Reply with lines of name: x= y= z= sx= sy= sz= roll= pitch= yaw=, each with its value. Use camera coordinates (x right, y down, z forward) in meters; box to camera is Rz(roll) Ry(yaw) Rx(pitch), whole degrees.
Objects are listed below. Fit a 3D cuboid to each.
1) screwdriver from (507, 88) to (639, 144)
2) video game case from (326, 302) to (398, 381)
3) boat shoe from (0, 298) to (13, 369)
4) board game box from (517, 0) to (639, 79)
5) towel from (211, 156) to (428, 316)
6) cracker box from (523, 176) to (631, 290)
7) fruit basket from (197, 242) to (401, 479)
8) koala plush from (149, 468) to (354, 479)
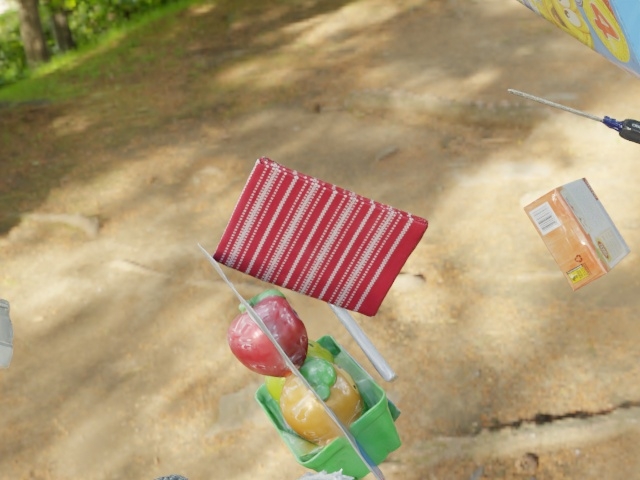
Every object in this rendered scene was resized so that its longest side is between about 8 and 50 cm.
screwdriver: x=0.270 y=-0.127 z=0.932 sx=0.170 sy=0.025 sz=0.024 roll=23 pitch=10 yaw=3
video game case: x=0.061 y=0.153 z=1.528 sx=0.022 sy=0.190 sz=0.173 roll=-38 pitch=-11 yaw=0
boat shoe: x=-0.271 y=0.043 z=0.619 sx=0.066 sy=0.063 sz=0.184 roll=-11 pitch=-22 yaw=26
board game box: x=0.147 y=-0.294 z=0.653 sx=0.086 sy=0.308 sz=0.302 roll=-32 pitch=28 yaw=7
towel: x=0.000 y=0.000 z=1.379 sx=0.275 sy=0.198 sz=0.031 roll=20 pitch=32 yaw=-12
cracker box: x=0.430 y=-0.016 z=1.549 sx=0.067 sy=0.155 sz=0.232 roll=-34 pitch=-8 yaw=28
fruit basket: x=-0.030 y=0.171 z=1.338 sx=0.165 sy=0.353 sz=0.327 roll=-33 pitch=25 yaw=-9
koala plush: x=-0.070 y=0.264 z=0.710 sx=0.196 sy=0.203 sz=0.221 roll=-45 pitch=9 yaw=-39
